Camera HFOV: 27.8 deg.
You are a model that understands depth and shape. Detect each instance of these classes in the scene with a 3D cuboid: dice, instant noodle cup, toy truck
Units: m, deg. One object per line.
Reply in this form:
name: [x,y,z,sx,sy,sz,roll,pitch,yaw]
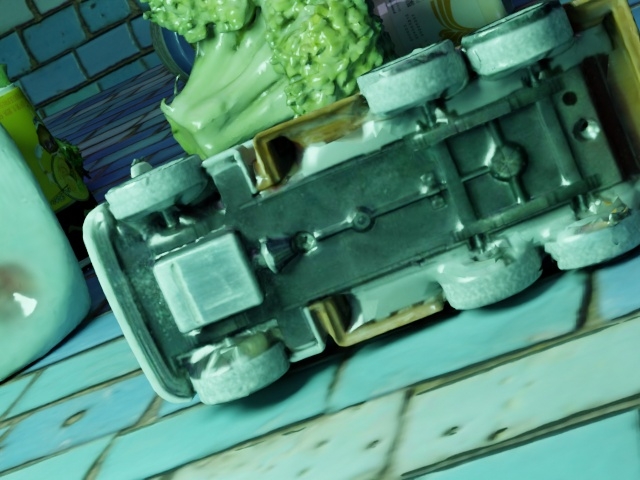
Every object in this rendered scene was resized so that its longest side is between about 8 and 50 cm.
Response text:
dice: [-0.407,0.012,1.319,0.262,0.268,0.265,-30,14,-14]
instant noodle cup: [-0.386,-0.057,1.590,0.216,0.236,0.215,-25,12,6]
toy truck: [0.044,-0.034,0.917,0.388,0.173,0.207,-21,9,9]

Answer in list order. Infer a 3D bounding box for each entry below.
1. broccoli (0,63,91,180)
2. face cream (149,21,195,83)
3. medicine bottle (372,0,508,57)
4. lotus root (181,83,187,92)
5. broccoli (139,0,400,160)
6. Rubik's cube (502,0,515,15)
broccoli: [-0.513,-0.147,2.050,0.269,0.269,0.254,-31,20,-17]
face cream: [-0.177,-0.399,2.362,0.249,0.249,0.225,-31,14,-15]
medicine bottle: [0.122,-0.292,1.758,0.252,0.114,0.114,-24,15,12]
lotus root: [-0.109,-0.275,2.072,0.260,0.128,0.145,-25,24,13]
broccoli: [-0.067,-0.206,1.580,0.281,0.348,0.293,-42,-24,-21]
Rubik's cube: [0.181,-0.377,1.867,0.151,0.155,0.154,-21,16,12]
